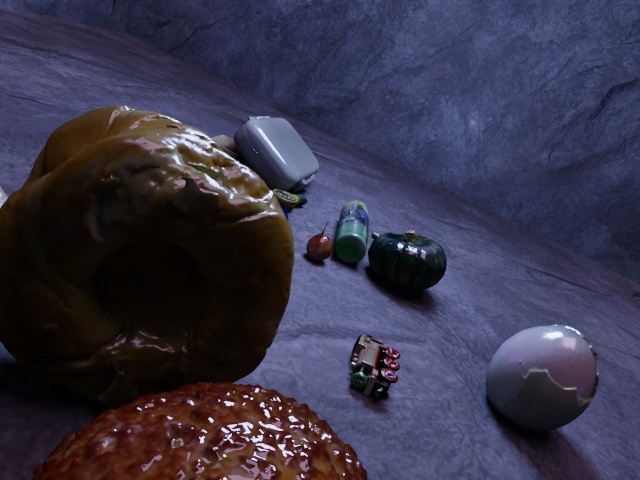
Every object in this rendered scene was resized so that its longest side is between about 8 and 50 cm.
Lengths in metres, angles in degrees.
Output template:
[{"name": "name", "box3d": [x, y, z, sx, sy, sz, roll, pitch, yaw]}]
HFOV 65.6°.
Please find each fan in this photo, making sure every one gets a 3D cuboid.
[{"name": "fan", "box3d": [-0.093, -0.122, 1.531, 0.082, 0.039, 0.155, 34, 21, 25]}]

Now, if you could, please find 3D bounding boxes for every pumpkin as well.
[{"name": "pumpkin", "box3d": [0.232, 0.047, 1.323, 0.212, 0.152, 0.211, 21, 15, -6]}]

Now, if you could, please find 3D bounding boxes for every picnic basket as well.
[{"name": "picnic basket", "box3d": [-0.308, -0.277, 1.607, 0.115, 0.079, 0.164, 25, 20, 1]}]

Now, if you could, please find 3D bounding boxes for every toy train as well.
[{"name": "toy train", "box3d": [0.094, 0.225, 0.887, 0.087, 0.050, 0.138, 22, 21, 5]}]

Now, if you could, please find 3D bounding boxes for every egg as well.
[{"name": "egg", "box3d": [0.429, 0.254, 0.954, 0.183, 0.217, 0.183, 22, 24, -10]}]

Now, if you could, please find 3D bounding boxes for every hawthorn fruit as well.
[{"name": "hawthorn fruit", "box3d": [0.000, 0.000, 1.253, 0.067, 0.103, 0.067, 8, 7, -1]}]

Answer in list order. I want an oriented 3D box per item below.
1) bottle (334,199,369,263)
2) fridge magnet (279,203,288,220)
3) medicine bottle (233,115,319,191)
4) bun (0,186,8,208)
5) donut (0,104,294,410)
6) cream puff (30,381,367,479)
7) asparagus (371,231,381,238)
[{"name": "bottle", "box3d": [0.094, -0.032, 1.446, 0.093, 0.093, 0.330, 24, 21, -2]}, {"name": "fridge magnet", "box3d": [-0.206, -0.083, 1.203, 0.266, 0.112, 0.265, 22, 21, -9]}, {"name": "medicine bottle", "box3d": [-0.138, -0.292, 1.672, 0.282, 0.123, 0.375, 52, 18, -3]}, {"name": "bun", "box3d": [-0.560, -0.047, 0.709, 0.193, 0.127, 0.178, 20, 18, -47]}, {"name": "donut", "box3d": [-0.205, 0.027, 0.593, 0.361, 0.360, 0.170, 17, 19, -20]}, {"name": "cream puff", "box3d": [-0.075, 0.249, 0.390, 0.351, 0.228, 0.350, 24, 20, -10]}, {"name": "asparagus", "box3d": [0.270, 0.039, 1.571, 0.249, 0.025, 0.024, 31, -21, 16]}]
